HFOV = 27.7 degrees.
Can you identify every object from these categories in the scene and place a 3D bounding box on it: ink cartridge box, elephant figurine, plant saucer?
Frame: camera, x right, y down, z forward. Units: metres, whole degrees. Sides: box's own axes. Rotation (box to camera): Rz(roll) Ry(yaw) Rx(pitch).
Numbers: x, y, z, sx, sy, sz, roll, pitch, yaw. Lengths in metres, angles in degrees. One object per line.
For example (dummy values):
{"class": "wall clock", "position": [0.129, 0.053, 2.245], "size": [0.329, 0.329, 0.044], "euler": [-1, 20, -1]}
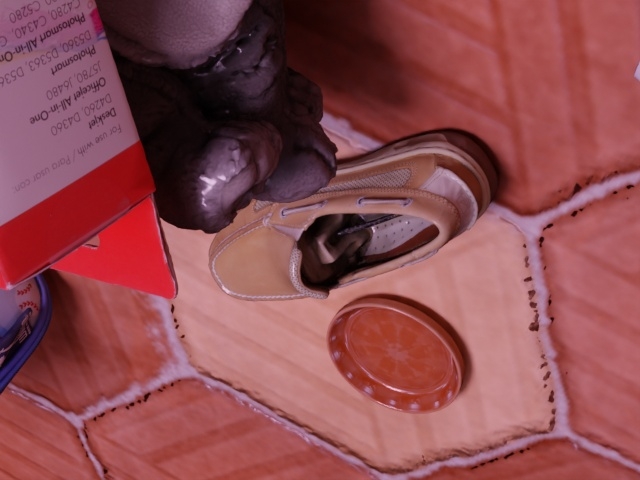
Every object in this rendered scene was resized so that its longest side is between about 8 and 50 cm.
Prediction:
{"class": "ink cartridge box", "position": [-0.148, -0.068, 0.482], "size": [0.134, 0.078, 0.231], "euler": [11, 127, 41]}
{"class": "elephant figurine", "position": [-0.044, -0.139, 0.529], "size": [0.169, 0.186, 0.239], "euler": [43, 137, 28]}
{"class": "plant saucer", "position": [0.044, 0.065, 0.744], "size": [0.083, 0.013, 0.083], "euler": [17, 134, 19]}

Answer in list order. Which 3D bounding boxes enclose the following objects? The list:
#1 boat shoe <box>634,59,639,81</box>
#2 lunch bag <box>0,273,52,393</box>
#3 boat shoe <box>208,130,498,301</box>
{"class": "boat shoe", "position": [0.161, -0.096, 0.516], "size": [0.035, 0.035, 0.100], "euler": [32, 131, 7]}
{"class": "lunch bag", "position": [-0.320, 0.033, 0.771], "size": [0.303, 0.243, 0.115], "euler": [45, 136, -10]}
{"class": "boat shoe", "position": [0.000, 0.000, 0.669], "size": [0.190, 0.072, 0.068], "euler": [-25, 112, 43]}
